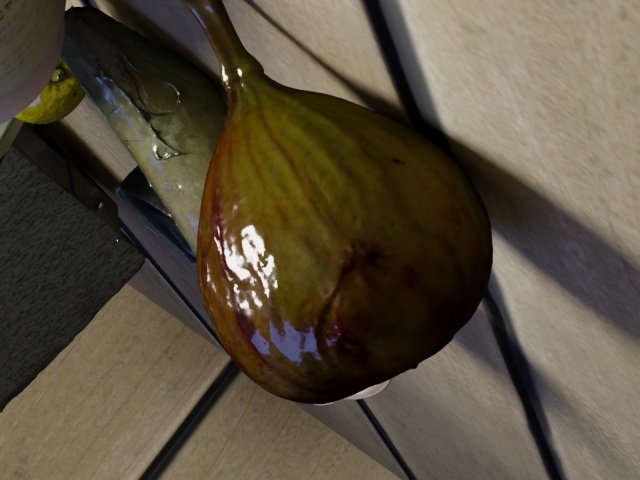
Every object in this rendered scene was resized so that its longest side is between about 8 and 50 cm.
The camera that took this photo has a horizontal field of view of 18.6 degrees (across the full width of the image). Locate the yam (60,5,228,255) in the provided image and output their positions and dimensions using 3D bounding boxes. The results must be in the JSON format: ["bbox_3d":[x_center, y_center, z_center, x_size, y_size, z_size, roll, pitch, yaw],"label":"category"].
[{"bbox_3d":[-0.130,-0.103,1.686,0.259,0.106,0.106,57,170,-1],"label":"yam"}]

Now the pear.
[{"bbox_3d":[-0.275,-0.166,1.911,0.107,0.107,0.131,42,178,-24],"label":"pear"}]

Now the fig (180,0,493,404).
[{"bbox_3d":[-0.008,-0.053,1.375,0.321,0.217,0.217,66,169,-1],"label":"fig"}]

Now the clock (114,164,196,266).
[{"bbox_3d":[-0.120,0.004,2.322,0.280,0.055,0.280,37,171,7],"label":"clock"}]

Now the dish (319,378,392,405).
[{"bbox_3d":[0.004,0.040,1.836,0.229,0.081,0.229,21,125,33],"label":"dish"}]

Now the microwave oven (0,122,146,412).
[{"bbox_3d":[-0.486,-0.021,2.620,0.236,0.374,0.432,43,179,33],"label":"microwave oven"}]

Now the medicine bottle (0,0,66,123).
[{"bbox_3d":[-0.301,-0.209,1.454,0.213,0.213,0.378,37,170,6],"label":"medicine bottle"}]

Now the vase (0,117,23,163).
[{"bbox_3d":[-0.405,-0.079,2.029,0.165,0.360,0.165,36,170,7],"label":"vase"}]
